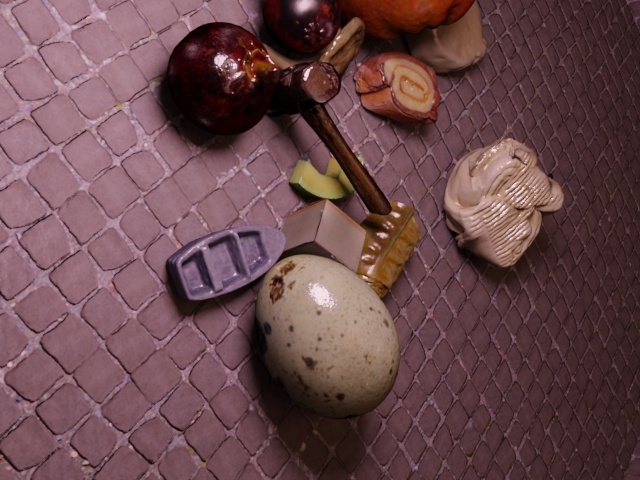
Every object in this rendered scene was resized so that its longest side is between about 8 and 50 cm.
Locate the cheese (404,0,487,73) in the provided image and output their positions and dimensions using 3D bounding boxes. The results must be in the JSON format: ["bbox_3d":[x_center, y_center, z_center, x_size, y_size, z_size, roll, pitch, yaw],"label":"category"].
[{"bbox_3d":[0.368,-0.647,1.988,0.326,0.115,0.318,30,65,-36],"label":"cheese"}]

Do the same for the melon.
[{"bbox_3d":[0.015,-0.156,1.640,0.210,0.064,0.118,-2,85,-39],"label":"melon"}]

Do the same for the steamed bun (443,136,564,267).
[{"bbox_3d":[0.511,-0.135,1.955,0.347,0.237,0.394,-12,123,-20],"label":"steamed bun"}]

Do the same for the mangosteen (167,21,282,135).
[{"bbox_3d":[-0.177,-0.337,1.364,0.235,0.261,0.235,2,87,-52],"label":"mangosteen"}]

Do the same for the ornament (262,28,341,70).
[{"bbox_3d":[-0.030,-0.473,1.647,0.245,0.061,0.230,31,63,-30],"label":"ornament"}]

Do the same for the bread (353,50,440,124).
[{"bbox_3d":[0.201,-0.417,1.799,0.244,0.123,0.190,12,74,-40],"label":"bread"}]

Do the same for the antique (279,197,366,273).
[{"bbox_3d":[0.000,0.000,1.542,0.152,0.147,0.148,38,53,-31],"label":"antique"}]

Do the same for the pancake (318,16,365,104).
[{"bbox_3d":[0.040,-0.423,1.612,0.042,0.222,0.236,35,86,7],"label":"pancake"}]

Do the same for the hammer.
[{"bbox_3d":[0.037,-0.224,1.533,0.095,0.242,0.409,-46,111,-20],"label":"hammer"}]

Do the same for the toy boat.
[{"bbox_3d":[-0.191,0.037,1.421,0.283,0.078,0.127,-24,99,-41],"label":"toy boat"}]

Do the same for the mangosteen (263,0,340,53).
[{"bbox_3d":[-0.046,-0.521,1.516,0.200,0.200,0.199,7,79,-40],"label":"mangosteen"}]

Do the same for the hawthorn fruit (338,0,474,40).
[{"bbox_3d":[0.208,-0.705,1.654,0.403,0.403,0.402,7,79,-40],"label":"hawthorn fruit"}]

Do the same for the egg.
[{"bbox_3d":[0.010,0.206,1.434,0.379,0.288,0.287,50,55,-13],"label":"egg"}]

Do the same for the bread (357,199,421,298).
[{"bbox_3d":[0.145,0.032,1.683,0.152,0.130,0.267,30,59,7],"label":"bread"}]
